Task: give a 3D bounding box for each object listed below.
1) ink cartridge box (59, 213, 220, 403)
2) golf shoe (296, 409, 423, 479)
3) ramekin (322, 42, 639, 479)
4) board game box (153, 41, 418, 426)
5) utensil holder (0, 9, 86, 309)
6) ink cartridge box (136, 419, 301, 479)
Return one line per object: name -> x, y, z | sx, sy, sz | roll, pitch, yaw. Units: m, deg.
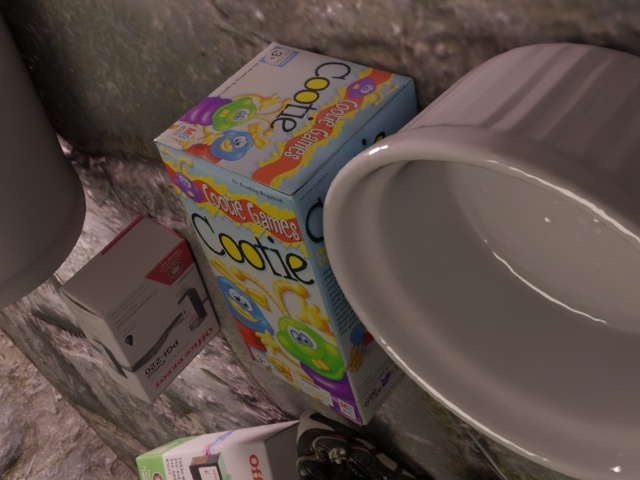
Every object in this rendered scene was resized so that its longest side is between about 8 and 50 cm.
ink cartridge box -> -0.240, 0.099, 1.119 | 0.092, 0.158, 0.218 | 27, 149, 27
golf shoe -> 0.076, 0.325, 1.110 | 0.273, 0.105, 0.120 | 44, -172, -23
ramekin -> 0.149, 0.013, 0.508 | 0.277, 0.135, 0.277 | 32, 151, 20
board game box -> 0.000, 0.000, 0.678 | 0.142, 0.144, 0.275 | 24, 146, 34
utensil holder -> -0.491, -0.137, 0.945 | 0.328, 0.327, 0.385 | 29, 148, 26
ink cartridge box -> -0.136, 0.409, 1.276 | 0.278, 0.117, 0.201 | -17, 85, 33
